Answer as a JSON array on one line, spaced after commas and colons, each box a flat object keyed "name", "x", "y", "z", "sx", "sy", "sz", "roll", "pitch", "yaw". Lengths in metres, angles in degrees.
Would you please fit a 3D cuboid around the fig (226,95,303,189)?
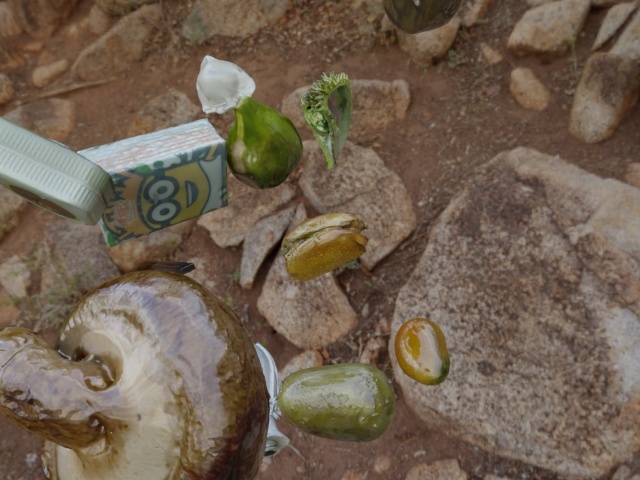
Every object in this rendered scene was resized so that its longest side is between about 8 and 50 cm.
[{"name": "fig", "x": -0.148, "y": -0.258, "z": 1.282, "sx": 0.206, "sy": 0.275, "sz": 0.206, "roll": -3, "pitch": 61, "yaw": 5}]

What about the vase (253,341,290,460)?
[{"name": "vase", "x": -0.269, "y": 0.646, "z": 2.110, "sx": 0.250, "sy": 0.249, "sz": 0.445, "roll": -19, "pitch": 50, "yaw": -6}]

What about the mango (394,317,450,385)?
[{"name": "mango", "x": 0.289, "y": 0.322, "z": 1.510, "sx": 0.152, "sy": 0.120, "sz": 0.221, "roll": -24, "pitch": 38, "yaw": 19}]

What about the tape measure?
[{"name": "tape measure", "x": -0.490, "y": -0.124, "z": 0.933, "sx": 0.115, "sy": 0.235, "sz": 0.207, "roll": -66, "pitch": 10, "yaw": -13}]

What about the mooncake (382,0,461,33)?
[{"name": "mooncake", "x": 0.296, "y": -0.777, "z": 1.597, "sx": 0.156, "sy": 0.284, "sz": 0.284, "roll": -20, "pitch": 28, "yaw": -17}]

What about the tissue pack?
[{"name": "tissue pack", "x": -0.379, "y": -0.137, "z": 1.234, "sx": 0.311, "sy": 0.227, "sz": 0.128, "roll": -23, "pitch": 57, "yaw": -25}]

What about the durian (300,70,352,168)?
[{"name": "durian", "x": 0.034, "y": -0.366, "z": 1.546, "sx": 0.158, "sy": 0.355, "sz": 0.169, "roll": -16, "pitch": 69, "yaw": 3}]

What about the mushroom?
[{"name": "mushroom", "x": -0.208, "y": 0.205, "z": 0.640, "sx": 0.345, "sy": 0.345, "sz": 0.239, "roll": 4, "pitch": 28, "yaw": 32}]

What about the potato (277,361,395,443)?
[{"name": "potato", "x": 0.050, "y": 0.499, "z": 1.624, "sx": 0.360, "sy": 0.269, "sz": 0.219, "roll": -1, "pitch": 42, "yaw": 8}]

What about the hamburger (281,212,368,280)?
[{"name": "hamburger", "x": 0.000, "y": 0.000, "z": 1.556, "sx": 0.283, "sy": 0.156, "sz": 0.143, "roll": -26, "pitch": 51, "yaw": 12}]

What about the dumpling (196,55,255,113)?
[{"name": "dumpling", "x": -0.267, "y": -0.405, "z": 1.410, "sx": 0.229, "sy": 0.151, "sz": 0.124, "roll": 33, "pitch": 13, "yaw": 38}]

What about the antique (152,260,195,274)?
[{"name": "antique", "x": -0.315, "y": 0.056, "z": 1.118, "sx": 0.031, "sy": 0.015, "sz": 0.192, "roll": -29, "pitch": 16, "yaw": -31}]
